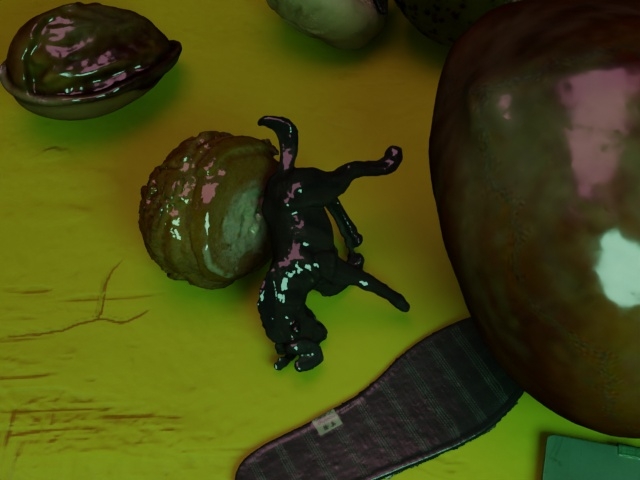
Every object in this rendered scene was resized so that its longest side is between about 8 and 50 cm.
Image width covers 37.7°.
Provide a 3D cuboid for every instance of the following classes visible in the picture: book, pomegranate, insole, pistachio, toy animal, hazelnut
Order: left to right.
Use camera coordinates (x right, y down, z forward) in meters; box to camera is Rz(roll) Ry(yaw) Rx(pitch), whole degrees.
[{"bbox_3d":[-0.256,-0.207,1.059,0.210,0.130,0.165,-15,42,-28],"label":"pistachio"},{"bbox_3d":[0.000,0.000,0.856,0.148,0.085,0.232,-2,88,-39],"label":"toy animal"},{"bbox_3d":[0.067,0.150,0.822,0.310,0.012,0.110,-25,55,-15],"label":"insole"},{"bbox_3d":[0.168,-0.334,1.096,0.214,0.214,0.248,-15,19,-7],"label":"pomegranate"},{"bbox_3d":[0.245,0.212,0.755,0.135,0.017,0.103,8,55,11],"label":"book"},{"bbox_3d":[0.247,-0.030,0.745,0.366,0.365,0.365,-2,52,3],"label":"hazelnut"}]

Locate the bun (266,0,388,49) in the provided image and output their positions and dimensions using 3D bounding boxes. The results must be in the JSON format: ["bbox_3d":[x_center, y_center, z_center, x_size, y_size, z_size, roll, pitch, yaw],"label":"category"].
[{"bbox_3d":[-0.005,-0.300,1.117,0.183,0.102,0.183,32,37,-27],"label":"bun"}]

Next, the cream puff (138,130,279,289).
[{"bbox_3d":[-0.105,-0.030,0.900,0.115,0.150,0.165,15,10,36],"label":"cream puff"}]

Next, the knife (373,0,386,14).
[{"bbox_3d":[0.090,-0.333,1.154,0.021,0.045,0.222,-25,22,31],"label":"knife"}]
